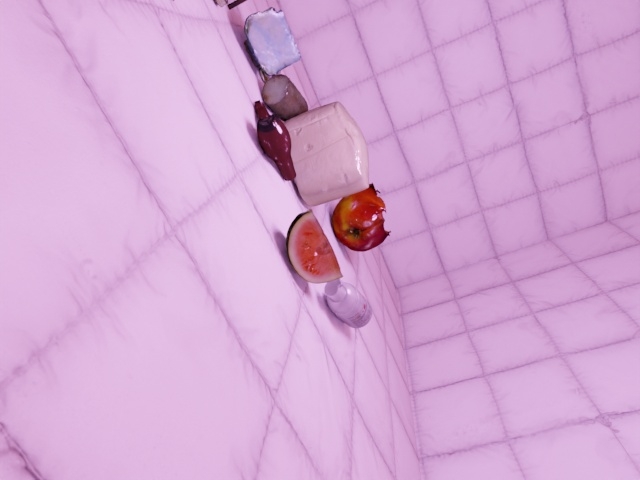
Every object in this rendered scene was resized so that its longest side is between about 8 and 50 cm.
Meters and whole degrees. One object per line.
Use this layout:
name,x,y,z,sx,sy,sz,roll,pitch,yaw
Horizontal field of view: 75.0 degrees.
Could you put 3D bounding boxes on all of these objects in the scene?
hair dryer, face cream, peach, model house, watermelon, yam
hair dryer,-0.204,-0.450,1.737,0.312,0.123,0.340,68,-2,-57
face cream,0.102,0.253,1.772,0.370,0.145,0.145,50,24,-53
peach,0.243,-0.143,2.441,0.416,0.353,0.339,-54,145,-46
model house,-0.275,-0.927,1.972,0.241,0.226,0.261,23,-36,54
watermelon,-0.053,0.039,1.534,0.303,0.159,0.128,63,-14,-25
yam,-0.168,-0.670,1.994,0.268,0.161,0.161,18,54,-74

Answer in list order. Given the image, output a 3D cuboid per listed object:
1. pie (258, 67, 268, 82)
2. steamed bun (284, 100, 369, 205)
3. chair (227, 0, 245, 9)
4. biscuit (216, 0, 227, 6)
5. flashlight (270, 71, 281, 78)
pie,-0.278,-0.805,2.048,0.085,0.017,0.085,-19,90,-76
steamed bun,0.044,-0.405,1.996,0.290,0.371,0.456,33,43,-69
chair,-0.269,-1.253,1.875,0.241,0.416,0.203,-94,159,-48
biscuit,-0.458,-1.089,1.689,0.150,0.052,0.252,-101,165,-45
flashlight,-0.231,-0.847,2.138,0.047,0.093,0.200,25,39,-27
